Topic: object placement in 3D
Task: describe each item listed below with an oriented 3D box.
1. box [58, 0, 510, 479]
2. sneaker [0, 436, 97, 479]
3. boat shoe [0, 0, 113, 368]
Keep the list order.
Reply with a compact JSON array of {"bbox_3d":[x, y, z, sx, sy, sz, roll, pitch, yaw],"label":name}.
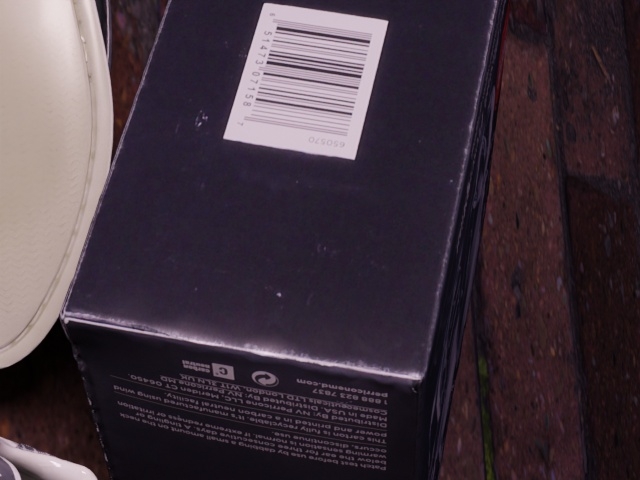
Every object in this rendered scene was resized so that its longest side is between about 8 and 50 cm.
[{"bbox_3d":[0.000,0.000,0.988,0.312,0.179,0.343,89,12,-56],"label":"box"},{"bbox_3d":[-0.207,0.115,0.779,0.235,0.095,0.090,9,76,-55],"label":"sneaker"},{"bbox_3d":[-0.170,-0.106,0.888,0.113,0.127,0.340,-95,180,-86],"label":"boat shoe"}]
